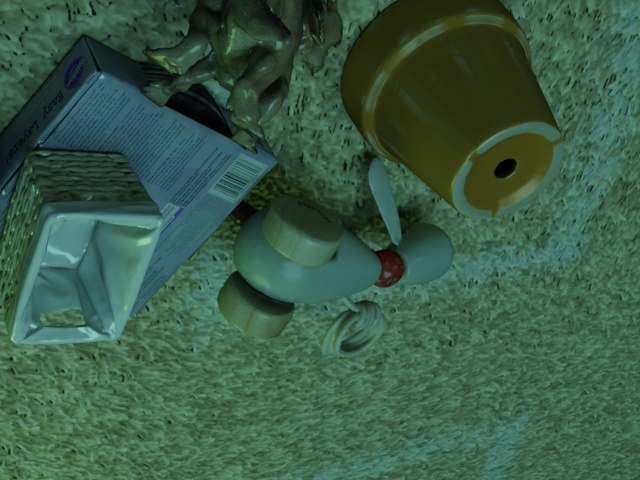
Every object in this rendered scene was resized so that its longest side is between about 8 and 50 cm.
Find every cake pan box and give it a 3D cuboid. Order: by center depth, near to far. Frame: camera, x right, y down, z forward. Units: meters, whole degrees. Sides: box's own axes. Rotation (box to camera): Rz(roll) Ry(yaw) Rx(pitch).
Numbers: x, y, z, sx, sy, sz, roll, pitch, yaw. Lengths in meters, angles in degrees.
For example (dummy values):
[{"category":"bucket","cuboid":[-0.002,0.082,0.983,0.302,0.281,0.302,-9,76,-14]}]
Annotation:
[{"category":"cake pan box","cuboid":[-0.209,-0.055,1.188,0.267,0.070,0.246,-46,140,20]}]

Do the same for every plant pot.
[{"category":"plant pot","cuboid":[0.151,-0.130,1.226,0.205,0.188,0.205,-17,140,-15]}]

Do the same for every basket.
[{"category":"basket","cuboid":[-0.232,0.005,1.105,0.113,0.103,0.167,1,133,-32]}]

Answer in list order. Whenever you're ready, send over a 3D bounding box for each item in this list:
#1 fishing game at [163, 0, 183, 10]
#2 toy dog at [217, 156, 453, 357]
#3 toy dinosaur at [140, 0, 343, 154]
[{"category":"fishing game","cuboid":[-0.185,-0.307,0.939,0.264,0.041,0.189,22,122,-28]},{"category":"toy dog","cuboid":[0.000,0.000,1.344,0.220,0.161,0.333,-43,154,12]},{"category":"toy dinosaur","cuboid":[-0.051,-0.193,1.011,0.200,0.127,0.296,-58,-179,-9]}]
